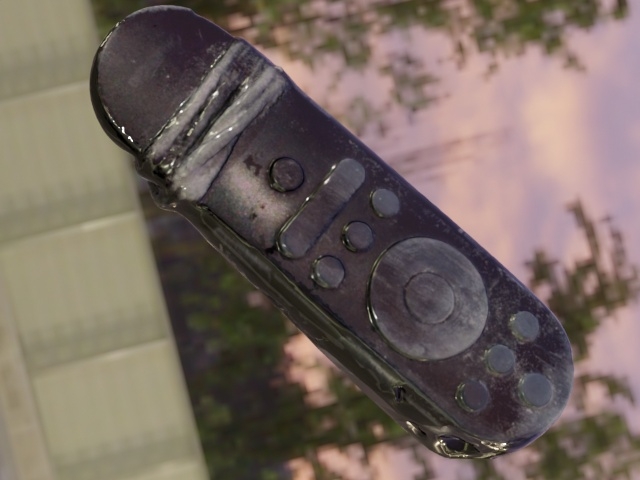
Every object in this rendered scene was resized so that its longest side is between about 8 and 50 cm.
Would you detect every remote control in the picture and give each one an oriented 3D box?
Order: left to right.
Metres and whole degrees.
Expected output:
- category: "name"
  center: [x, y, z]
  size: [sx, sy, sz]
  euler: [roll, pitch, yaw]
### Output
- category: "remote control"
  center: [0.000, 0.000, 0.884]
  size: [0.266, 0.090, 0.066]
  euler: [42, -30, -4]
